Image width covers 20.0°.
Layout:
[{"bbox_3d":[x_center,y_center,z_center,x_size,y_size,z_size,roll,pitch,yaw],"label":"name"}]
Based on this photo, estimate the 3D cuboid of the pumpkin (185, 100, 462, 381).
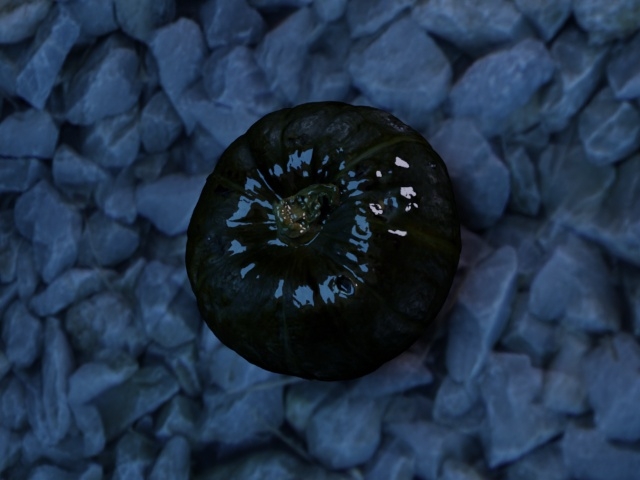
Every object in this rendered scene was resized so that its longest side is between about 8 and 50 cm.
[{"bbox_3d":[0.000,0.000,1.391,0.224,0.157,0.223,-6,75,22],"label":"pumpkin"}]
